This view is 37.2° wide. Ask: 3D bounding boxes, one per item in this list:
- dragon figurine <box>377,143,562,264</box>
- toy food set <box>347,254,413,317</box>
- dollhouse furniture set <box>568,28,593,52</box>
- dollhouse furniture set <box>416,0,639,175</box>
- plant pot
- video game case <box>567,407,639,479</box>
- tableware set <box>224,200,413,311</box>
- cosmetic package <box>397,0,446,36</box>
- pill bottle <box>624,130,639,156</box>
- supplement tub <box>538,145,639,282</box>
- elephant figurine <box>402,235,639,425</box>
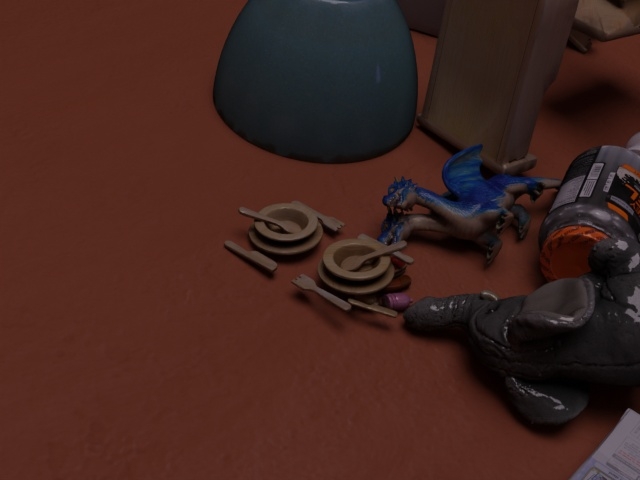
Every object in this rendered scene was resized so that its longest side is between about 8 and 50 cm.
[{"bbox_3d":[0.192,-0.059,1.175,0.144,0.085,0.289,35,48,25],"label":"dragon figurine"},{"bbox_3d":[0.070,0.051,1.079,0.078,0.019,0.122,17,34,7],"label":"toy food set"},{"bbox_3d":[0.423,-0.408,1.640,0.161,0.101,0.182,45,47,1],"label":"dollhouse furniture set"},{"bbox_3d":[0.355,-0.277,1.328,0.394,0.256,0.362,-19,43,-35],"label":"dollhouse furniture set"},{"bbox_3d":[0.004,-0.270,1.292,0.290,0.195,0.290,5,42,-5],"label":"plant pot"},{"bbox_3d":[0.324,0.289,0.802,0.270,0.061,0.244,33,35,25],"label":"video game case"},{"bbox_3d":[0.000,0.000,1.082,0.194,0.039,0.128,27,43,32],"label":"tableware set"},{"bbox_3d":[0.112,-0.435,1.575,0.238,0.107,0.127,22,42,9],"label":"cosmetic package"},{"bbox_3d":[0.472,-0.122,1.304,0.086,0.086,0.152,37,48,27],"label":"pill bottle"},{"bbox_3d":[0.331,-0.022,1.139,0.117,0.117,0.190,22,43,13],"label":"supplement tub"},{"bbox_3d":[0.235,0.103,0.974,0.240,0.186,0.169,-15,79,-12],"label":"elephant figurine"}]
